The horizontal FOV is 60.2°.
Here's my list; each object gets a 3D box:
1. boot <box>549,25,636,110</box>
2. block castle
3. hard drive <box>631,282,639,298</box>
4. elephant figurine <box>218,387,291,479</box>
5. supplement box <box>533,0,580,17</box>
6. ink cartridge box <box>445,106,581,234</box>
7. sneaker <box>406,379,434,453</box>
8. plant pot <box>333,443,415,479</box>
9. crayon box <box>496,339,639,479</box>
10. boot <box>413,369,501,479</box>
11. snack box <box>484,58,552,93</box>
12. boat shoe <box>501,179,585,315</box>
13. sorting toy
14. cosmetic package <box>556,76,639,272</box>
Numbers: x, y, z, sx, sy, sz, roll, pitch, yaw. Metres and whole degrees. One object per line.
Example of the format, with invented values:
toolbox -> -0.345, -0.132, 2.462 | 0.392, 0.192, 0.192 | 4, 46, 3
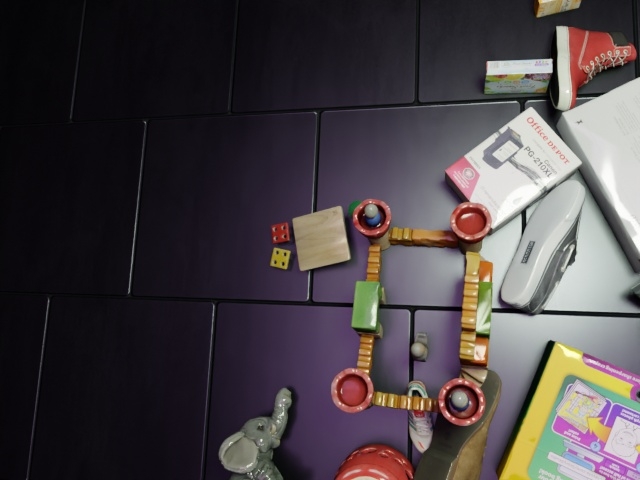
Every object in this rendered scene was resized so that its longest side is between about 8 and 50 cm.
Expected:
boot -> 0.604, -0.380, 1.216 | 0.176, 0.088, 0.245 | 9, 59, 13
block castle -> 0.202, 0.142, 1.151 | 0.302, 0.213, 0.454 | 3, 70, 16
hard drive -> 0.716, 0.087, 1.124 | 0.135, 0.094, 0.022 | -42, 31, 20
elephant figurine -> -0.151, 0.490, 1.270 | 0.169, 0.185, 0.240 | -46, 54, 48
supplement box -> 0.559, -0.567, 1.299 | 0.098, 0.062, 0.036 | -10, 78, 13
ink cartridge box -> 0.428, -0.154, 1.242 | 0.237, 0.100, 0.172 | -37, 75, 6
sneaker -> 0.217, 0.393, 1.216 | 0.057, 0.075, 0.162 | -9, 78, 12
plant pot -> 0.113, 0.544, 1.169 | 0.190, 0.174, 0.191 | -3, 78, 12
crayon box -> 0.586, 0.419, 1.106 | 0.362, 0.106, 0.313 | 23, 88, 17
boot -> 0.314, 0.426, 1.189 | 0.112, 0.115, 0.305 | 9, 63, 58
snack box -> 0.453, -0.376, 1.273 | 0.141, 0.100, 0.037 | 3, 81, 15
boat shoe -> 0.505, 0.020, 1.197 | 0.102, 0.108, 0.302 | 27, 87, -19
sorting toy -> 0.000, 0.000, 1.344 | 0.274, 0.046, 0.133 | -14, 78, 23
cosmetic package -> 0.727, -0.160, 1.171 | 0.284, 0.097, 0.378 | -23, 76, 8
